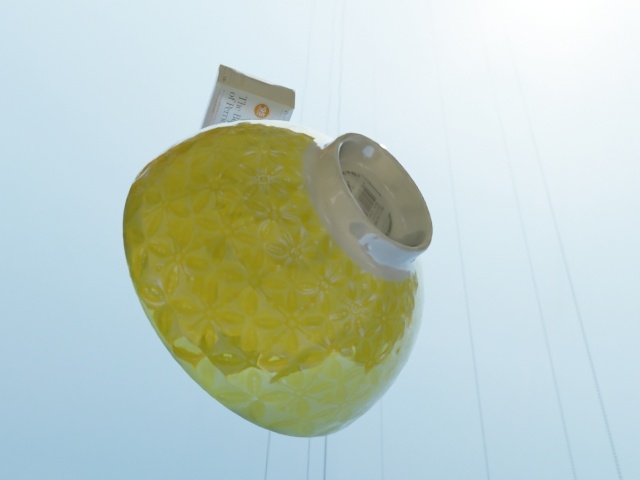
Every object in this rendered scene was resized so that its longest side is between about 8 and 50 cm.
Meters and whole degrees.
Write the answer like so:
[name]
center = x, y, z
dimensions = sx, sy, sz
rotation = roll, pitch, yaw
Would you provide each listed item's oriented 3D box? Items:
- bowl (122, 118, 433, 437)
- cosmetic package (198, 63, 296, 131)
[bowl]
center = 0.000, 0.000, 0.679
dimensions = 0.289, 0.156, 0.289
rotation = 34, -144, -29
[cosmetic package]
center = -0.115, -0.088, 1.005
dimensions = 0.099, 0.239, 0.060
rotation = 16, -148, -14
